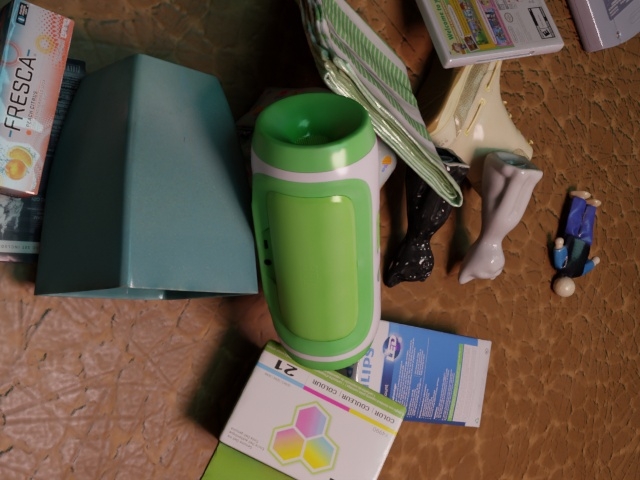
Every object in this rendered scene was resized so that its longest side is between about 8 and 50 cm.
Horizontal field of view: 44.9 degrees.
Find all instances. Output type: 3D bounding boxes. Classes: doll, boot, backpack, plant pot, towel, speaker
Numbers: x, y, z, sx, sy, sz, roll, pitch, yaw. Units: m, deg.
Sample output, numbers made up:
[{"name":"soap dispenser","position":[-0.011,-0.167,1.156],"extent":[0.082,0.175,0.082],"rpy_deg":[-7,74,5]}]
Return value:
[{"name":"doll","position":[0.458,0.012,1.385],"extent":[0.129,0.046,0.189],"rpy_deg":[27,74,-34]},{"name":"boot","position":[0.261,-0.217,1.194],"extent":[0.203,0.095,0.262],"rpy_deg":[39,70,-32]},{"name":"backpack","position":[-0.010,-0.098,0.925],"extent":[0.166,0.188,0.144],"rpy_deg":[48,63,-29]},{"name":"plant pot","position":[-0.179,-0.059,0.806],"extent":[0.165,0.166,0.234],"rpy_deg":[8,78,-47]},{"name":"towel","position":[0.062,-0.208,0.944],"extent":[0.038,0.324,0.248],"rpy_deg":[-38,125,19]},{"name":"speaker","position":[0.000,0.000,0.821],"extent":[0.131,0.131,0.296],"rpy_deg":[-35,138,-32]}]

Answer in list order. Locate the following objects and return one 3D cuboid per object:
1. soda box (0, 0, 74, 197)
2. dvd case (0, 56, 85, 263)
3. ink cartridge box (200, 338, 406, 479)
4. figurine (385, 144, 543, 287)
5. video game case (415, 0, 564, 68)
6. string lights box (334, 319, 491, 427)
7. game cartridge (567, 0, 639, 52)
[{"name":"soda box","position":[-0.297,-0.136,0.758],"extent":[0.063,0.058,0.183],"rpy_deg":[16,80,-38]},{"name":"dvd case","position":[-0.325,-0.088,0.786],"extent":[0.165,0.018,0.221],"rpy_deg":[4,88,-39]},{"name":"ink cartridge box","position":[-0.038,0.277,0.917],"extent":[0.189,0.097,0.255],"rpy_deg":[26,72,0]},{"name":"figurine","position":[0.205,-0.025,1.128],"extent":[0.215,0.092,0.209],"rpy_deg":[1,116,-27]},{"name":"video game case","position":[0.229,-0.353,1.121],"extent":[0.193,0.023,0.212],"rpy_deg":[-12,72,-19]},{"name":"string lights box","position":[0.127,0.189,1.109],"extent":[0.260,0.077,0.133],"rpy_deg":[15,82,-37]},{"name":"game cartridge","position":[0.556,-0.481,1.449],"extent":[0.294,0.060,0.196],"rpy_deg":[-41,111,-30]}]
